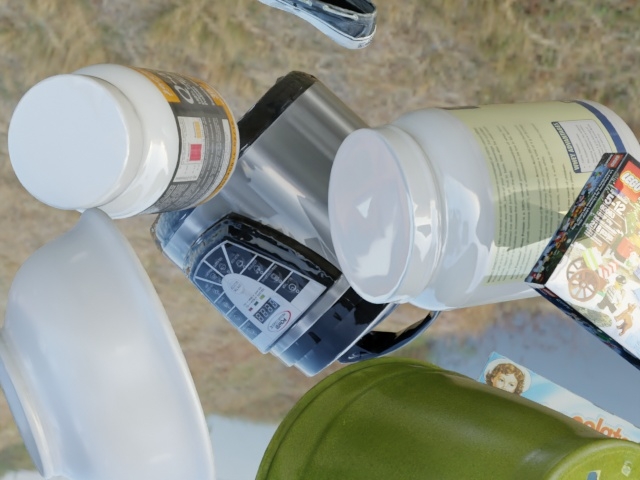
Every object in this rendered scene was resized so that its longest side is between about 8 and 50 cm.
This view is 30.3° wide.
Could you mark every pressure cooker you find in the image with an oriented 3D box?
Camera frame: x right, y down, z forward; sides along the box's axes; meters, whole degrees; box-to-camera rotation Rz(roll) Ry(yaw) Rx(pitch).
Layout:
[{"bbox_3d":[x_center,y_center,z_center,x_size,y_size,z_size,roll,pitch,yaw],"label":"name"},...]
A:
[{"bbox_3d":[0.004,-0.004,1.795,0.420,0.375,0.370,42,179,-3],"label":"pressure cooker"}]

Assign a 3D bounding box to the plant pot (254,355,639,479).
[{"bbox_3d":[0.169,0.303,1.179,0.366,0.366,0.353,24,165,-28],"label":"plant pot"}]

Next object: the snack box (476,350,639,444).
[{"bbox_3d":[0.318,0.299,1.501,0.322,0.187,0.060,27,167,10],"label":"snack box"}]

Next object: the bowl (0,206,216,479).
[{"bbox_3d":[-0.219,0.128,1.090,0.134,0.298,0.298,-21,170,-20],"label":"bowl"}]

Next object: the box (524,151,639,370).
[{"bbox_3d":[0.338,0.041,1.196,0.233,0.159,0.044,36,172,-19],"label":"box"}]

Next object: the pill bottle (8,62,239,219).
[{"bbox_3d":[-0.204,-0.105,1.261,0.162,0.162,0.278,7,-174,15],"label":"pill bottle"}]

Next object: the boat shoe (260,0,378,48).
[{"bbox_3d":[-0.016,-0.340,1.576,0.219,0.078,0.070,31,150,11],"label":"boat shoe"}]

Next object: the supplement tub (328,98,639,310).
[{"bbox_3d":[0.196,-0.043,1.394,0.324,0.235,0.235,-6,170,-27],"label":"supplement tub"}]
